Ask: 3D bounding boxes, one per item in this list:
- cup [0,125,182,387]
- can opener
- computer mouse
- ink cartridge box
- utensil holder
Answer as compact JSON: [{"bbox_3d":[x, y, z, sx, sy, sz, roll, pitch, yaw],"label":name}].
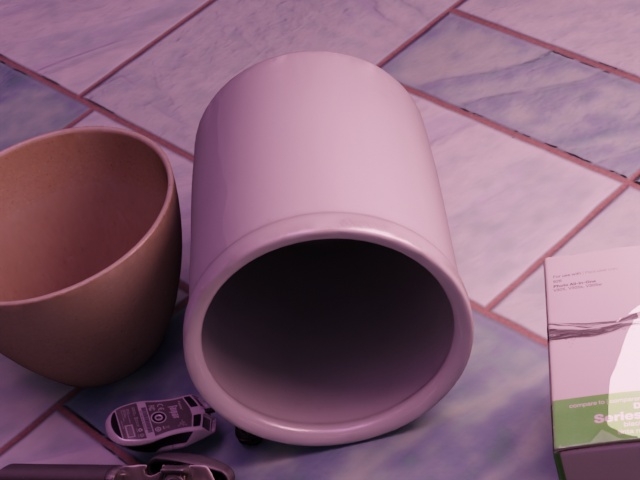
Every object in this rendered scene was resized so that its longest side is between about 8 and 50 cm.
[{"bbox_3d":[-0.310,0.047,2.213,0.331,0.237,0.331,-11,40,10],"label":"cup"},{"bbox_3d":[-0.241,0.294,2.054,0.283,0.076,0.095,-2,10,20],"label":"can opener"},{"bbox_3d":[-0.164,0.219,2.094,0.193,0.042,0.106,-8,43,-13],"label":"computer mouse"},{"bbox_3d":[0.314,0.176,1.846,0.122,0.211,0.289,-9,41,12],"label":"ink cartridge box"},{"bbox_3d":[0.000,0.000,2.092,0.328,0.327,0.385,-13,37,7],"label":"utensil holder"}]
